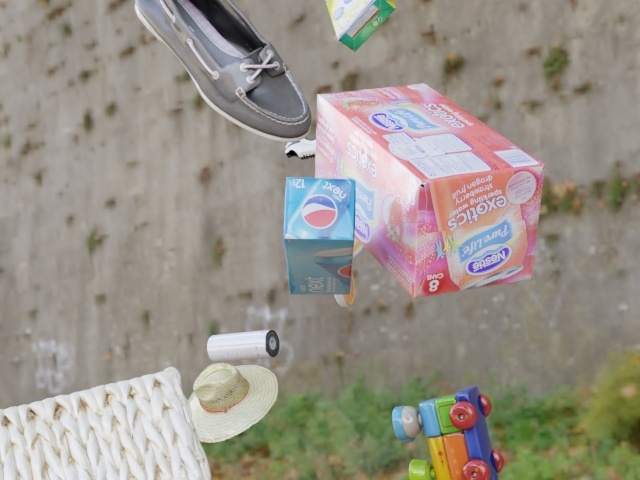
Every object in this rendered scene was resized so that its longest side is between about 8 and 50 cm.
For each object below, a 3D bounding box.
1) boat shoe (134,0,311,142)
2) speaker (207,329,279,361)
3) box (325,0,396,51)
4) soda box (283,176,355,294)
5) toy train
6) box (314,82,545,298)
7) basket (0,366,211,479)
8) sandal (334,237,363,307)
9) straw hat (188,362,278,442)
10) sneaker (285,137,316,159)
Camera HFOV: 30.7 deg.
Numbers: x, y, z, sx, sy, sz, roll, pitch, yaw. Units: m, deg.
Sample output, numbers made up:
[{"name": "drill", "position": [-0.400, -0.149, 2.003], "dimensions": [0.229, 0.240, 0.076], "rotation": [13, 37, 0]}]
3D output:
[{"name": "boat shoe", "position": [-0.135, -0.267, 1.594], "dimensions": [0.112, 0.335, 0.095], "rotation": [-34, -21, -33]}, {"name": "speaker", "position": [-0.151, 0.205, 2.265], "dimensions": [0.136, 0.055, 0.055], "rotation": [-8, -4, 28]}, {"name": "box", "position": [0.063, -0.401, 1.945], "dimensions": [0.043, 0.179, 0.105], "rotation": [33, -65, -28]}, {"name": "soda box", "position": [0.000, 0.000, 1.240], "dimensions": [0.071, 0.067, 0.210], "rotation": [1, -17, 1]}, {"name": "toy train", "position": [0.200, 0.355, 1.767], "dimensions": [0.143, 0.248, 0.105], "rotation": [-13, -3, 23]}, {"name": "box", "position": [0.113, -0.067, 1.348], "dimensions": [0.154, 0.142, 0.300], "rotation": [-8, 27, -21]}, {"name": "basket", "position": [-0.240, 0.355, 1.238], "dimensions": [0.266, 0.331, 0.328], "rotation": [-13, -25, -17]}, {"name": "sandal", "position": [0.044, 0.007, 1.998], "dimensions": [0.076, 0.102, 0.265], "rotation": [-6, -46, 16]}, {"name": "straw hat", "position": [-0.135, 0.200, 1.586], "dimensions": [0.144, 0.061, 0.144], "rotation": [-17, 38, 14]}, {"name": "sneaker", "position": [-0.016, -0.164, 2.157], "dimensions": [0.109, 0.043, 0.040], "rotation": [10, -29, 27]}]
